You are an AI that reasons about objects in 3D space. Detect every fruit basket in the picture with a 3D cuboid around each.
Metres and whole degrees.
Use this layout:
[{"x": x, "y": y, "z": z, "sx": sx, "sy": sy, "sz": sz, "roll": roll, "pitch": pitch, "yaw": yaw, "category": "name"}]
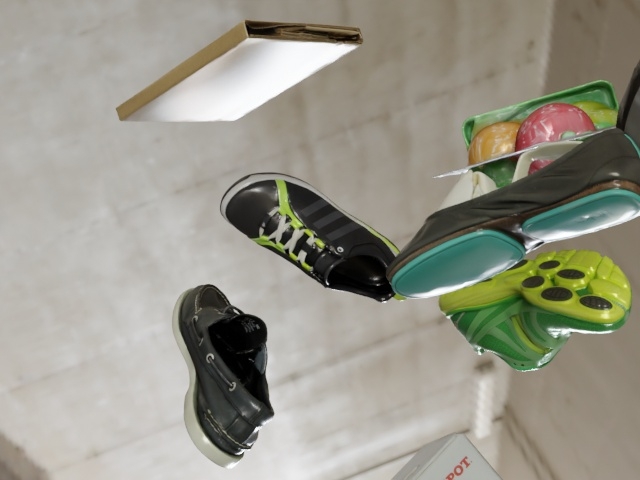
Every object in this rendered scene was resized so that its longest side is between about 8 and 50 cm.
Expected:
[{"x": 0.332, "y": -0.123, "z": 1.989, "sx": 0.353, "sy": 0.327, "sz": 0.165, "roll": -50, "pitch": 124, "yaw": -80, "category": "fruit basket"}]

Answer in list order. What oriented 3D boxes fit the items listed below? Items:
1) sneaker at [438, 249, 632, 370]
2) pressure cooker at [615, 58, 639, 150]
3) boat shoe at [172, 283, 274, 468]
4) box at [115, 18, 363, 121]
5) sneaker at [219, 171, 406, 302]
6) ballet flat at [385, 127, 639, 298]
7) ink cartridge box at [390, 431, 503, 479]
[{"x": 0.262, "y": 0.085, "z": 1.603, "sx": 0.295, "sy": 0.109, "sz": 0.123, "roll": -5, "pitch": -62, "yaw": 59, "category": "sneaker"}, {"x": 0.600, "y": -0.077, "z": 1.614, "sx": 0.420, "sy": 0.370, "sz": 0.375, "roll": 59, "pitch": -5, "yaw": 45, "category": "pressure cooker"}, {"x": -0.118, "y": 0.148, "z": 1.813, "sx": 0.127, "sy": 0.113, "sz": 0.340, "roll": 40, "pitch": 20, "yaw": -23, "category": "boat shoe"}, {"x": -0.081, "y": -0.165, "z": 1.366, "sx": 0.201, "sy": 0.164, "sz": 0.021, "roll": -25, "pitch": -103, "yaw": 41, "category": "box"}, {"x": 0.000, "y": 0.000, "z": 1.534, "sx": 0.084, "sy": 0.234, "sz": 0.097, "roll": -61, "pitch": -166, "yaw": 21, "category": "sneaker"}, {"x": 0.185, "y": -0.029, "z": 1.305, "sx": 0.095, "sy": 0.280, "sz": 0.096, "roll": 34, "pitch": 44, "yaw": -44, "category": "ballet flat"}, {"x": 0.137, "y": 0.313, "z": 1.325, "sx": 0.208, "sy": 0.153, "sz": 0.087, "roll": 51, "pitch": -27, "yaw": -2, "category": "ink cartridge box"}]
